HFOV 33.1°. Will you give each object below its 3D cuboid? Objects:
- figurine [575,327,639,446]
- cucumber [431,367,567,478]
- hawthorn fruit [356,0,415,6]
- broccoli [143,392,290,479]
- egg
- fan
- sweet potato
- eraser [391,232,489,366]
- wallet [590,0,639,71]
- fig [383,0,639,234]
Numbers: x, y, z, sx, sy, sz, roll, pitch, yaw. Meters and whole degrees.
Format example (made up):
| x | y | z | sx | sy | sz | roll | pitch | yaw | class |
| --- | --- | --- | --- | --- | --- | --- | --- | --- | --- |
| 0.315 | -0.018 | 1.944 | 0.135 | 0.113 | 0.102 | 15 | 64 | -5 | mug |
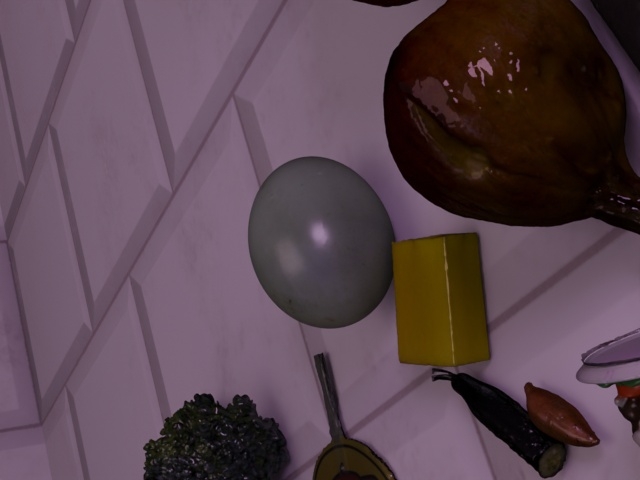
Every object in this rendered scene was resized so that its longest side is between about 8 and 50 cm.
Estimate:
| x | y | z | sx | sy | sz | roll | pitch | yaw | class |
| --- | --- | --- | --- | --- | --- | --- | --- | --- | --- |
| 0.255 | 0.133 | 0.714 | 0.132 | 0.132 | 0.153 | -20 | 89 | 61 | figurine |
| 0.157 | 0.156 | 0.963 | 0.163 | 0.043 | 0.039 | -139 | 43 | -57 | cucumber |
| 0.024 | -0.346 | 0.911 | 0.307 | 0.265 | 0.265 | -117 | 34 | -47 | hawthorn fruit |
| -0.124 | 0.298 | 1.457 | 0.198 | 0.177 | 0.275 | 45 | 177 | 3 | broccoli |
| 0.000 | 0.000 | 1.113 | 0.149 | 0.149 | 0.192 | -58 | 44 | 49 | egg |
| 0.036 | 0.293 | 1.241 | 0.229 | 0.011 | 0.334 | -32 | 68 | 59 | fan |
| 0.196 | 0.148 | 0.892 | 0.095 | 0.034 | 0.034 | -140 | 51 | -56 | sweet potato |
| 0.111 | 0.056 | 1.025 | 0.097 | 0.045 | 0.122 | -6 | 89 | 63 | eraser |
| 0.271 | -0.150 | 0.695 | 0.170 | 0.044 | 0.321 | -56 | 50 | 46 | wallet |
| 0.165 | -0.082 | 0.776 | 0.290 | 0.191 | 0.190 | 41 | 130 | 52 | fig |
